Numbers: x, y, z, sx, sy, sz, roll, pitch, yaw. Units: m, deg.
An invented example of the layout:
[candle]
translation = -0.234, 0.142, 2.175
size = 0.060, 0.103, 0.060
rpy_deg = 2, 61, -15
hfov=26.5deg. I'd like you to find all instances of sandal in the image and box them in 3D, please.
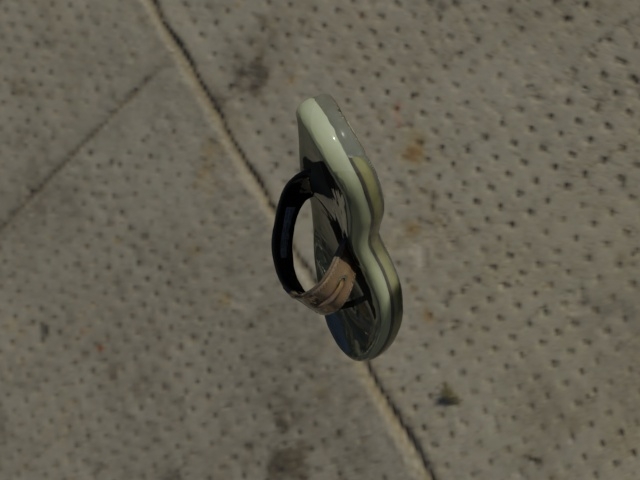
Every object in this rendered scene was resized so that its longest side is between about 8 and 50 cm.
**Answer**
[sandal]
translation = -0.001, -0.002, 1.116
size = 0.086, 0.303, 0.120
rpy_deg = -29, 55, -12
